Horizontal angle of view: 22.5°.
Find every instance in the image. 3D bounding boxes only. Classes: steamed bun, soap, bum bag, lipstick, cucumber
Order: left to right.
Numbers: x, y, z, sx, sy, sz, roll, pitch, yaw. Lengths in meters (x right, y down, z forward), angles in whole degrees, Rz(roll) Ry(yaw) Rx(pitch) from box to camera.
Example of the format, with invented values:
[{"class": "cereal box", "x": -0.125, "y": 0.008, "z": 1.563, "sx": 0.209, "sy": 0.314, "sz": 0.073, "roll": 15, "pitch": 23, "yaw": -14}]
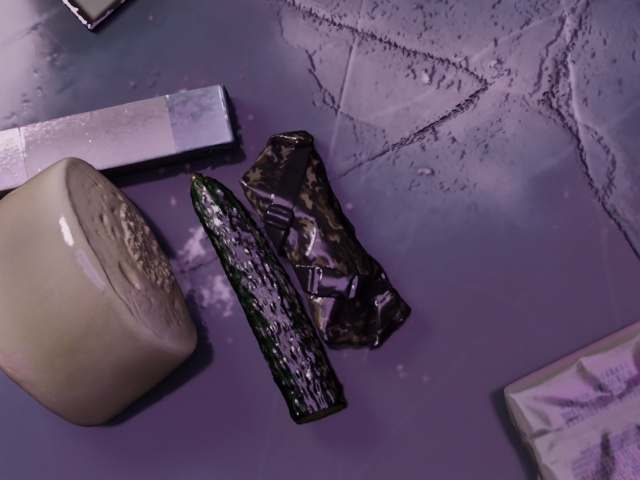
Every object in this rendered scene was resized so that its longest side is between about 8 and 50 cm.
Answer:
[{"class": "steamed bun", "x": -0.256, "y": 0.060, "z": 1.630, "sx": 0.200, "sy": 0.155, "sz": 0.250, "roll": -33, "pitch": 86, "yaw": 17}, {"class": "lipstick", "x": -0.248, "y": -0.097, "z": 1.708, "sx": 0.317, "sy": 0.066, "sz": 0.068, "roll": -12, "pitch": 84, "yaw": 1}, {"class": "cucumber", "x": -0.059, "y": 0.052, "z": 1.683, "sx": 0.067, "sy": 0.067, "sz": 0.293, "roll": -26, "pitch": 81, "yaw": 0}, {"class": "bum bag", "x": -0.001, "y": 0.001, "z": 1.682, "sx": 0.102, "sy": 0.069, "sz": 0.248, "roll": -27, "pitch": 78, "yaw": -13}, {"class": "soap", "x": 0.303, "y": 0.189, "z": 1.612, "sx": 0.199, "sy": 0.138, "sz": 0.182, "roll": -25, "pitch": 82, "yaw": 0}]

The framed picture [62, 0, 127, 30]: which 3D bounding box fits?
[{"class": "framed picture", "x": -0.211, "y": -0.421, "z": 1.772, "sx": 0.324, "sy": 0.013, "sz": 0.244, "roll": -43, "pitch": 83, "yaw": -3}]
